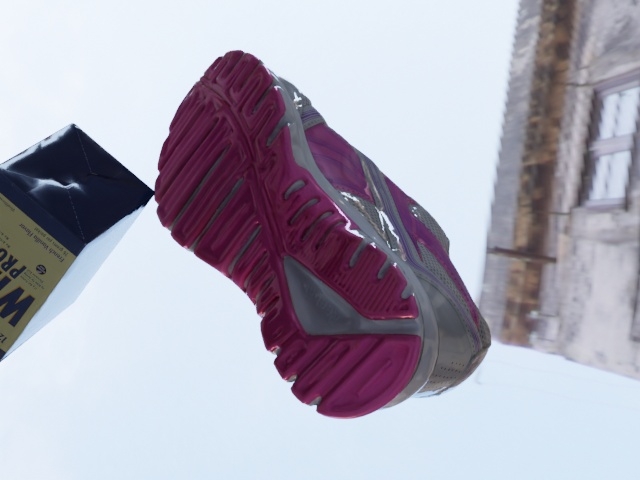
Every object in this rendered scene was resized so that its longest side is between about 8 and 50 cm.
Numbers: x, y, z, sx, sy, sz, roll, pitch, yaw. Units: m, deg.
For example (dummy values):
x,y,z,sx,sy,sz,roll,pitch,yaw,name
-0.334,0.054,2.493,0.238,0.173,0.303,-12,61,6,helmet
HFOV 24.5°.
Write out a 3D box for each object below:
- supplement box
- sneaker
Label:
x,y,z,sx,sy,sz,roll,pitch,yaw,name
-0.138,0.000,0.717,0.056,0.083,0.083,40,-64,1,supplement box
0.000,0.000,0.789,0.103,0.111,0.252,-46,-127,20,sneaker
